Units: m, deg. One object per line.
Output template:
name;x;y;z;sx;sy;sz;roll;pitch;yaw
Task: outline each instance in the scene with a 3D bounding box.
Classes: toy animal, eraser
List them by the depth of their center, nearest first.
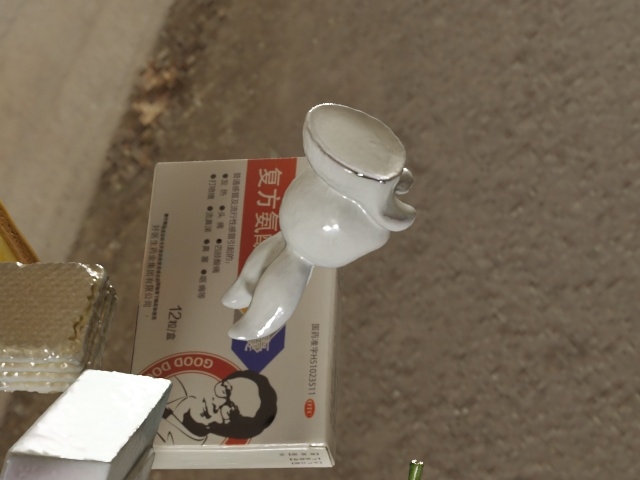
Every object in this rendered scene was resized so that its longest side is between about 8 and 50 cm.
eraser;-0.240;0.314;1.259;0.213;0.082;0.397;-53;-17;-70
toy animal;0.002;-0.001;1.325;0.221;0.130;0.104;-62;33;30

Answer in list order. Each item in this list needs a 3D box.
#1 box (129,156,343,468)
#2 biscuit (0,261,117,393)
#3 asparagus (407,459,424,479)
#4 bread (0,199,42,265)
box;-0.086;0.072;1.590;0.214;0.069;0.353;-2;61;9
biscuit;-0.438;0.095;1.587;0.426;0.078;0.144;0;46;12
asparagus;0.076;0.256;1.371;0.015;0.014;0.114;38;117;57
bread;-0.445;-0.018;1.927;0.074;0.239;0.092;-23;25;12
